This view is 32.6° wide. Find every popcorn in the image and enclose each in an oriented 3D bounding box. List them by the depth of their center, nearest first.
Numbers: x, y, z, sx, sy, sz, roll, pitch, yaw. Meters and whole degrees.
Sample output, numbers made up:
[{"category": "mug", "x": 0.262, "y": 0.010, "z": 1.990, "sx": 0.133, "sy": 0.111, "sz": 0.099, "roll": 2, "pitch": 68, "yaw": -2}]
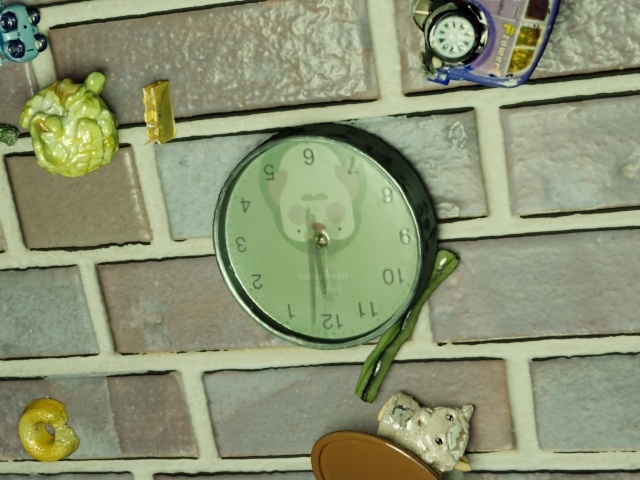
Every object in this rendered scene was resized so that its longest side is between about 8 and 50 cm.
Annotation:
[{"category": "popcorn", "x": -0.351, "y": -0.158, "z": 1.546, "sx": 0.141, "sy": 0.162, "sz": 0.135, "roll": -12, "pitch": 143, "yaw": 41}]

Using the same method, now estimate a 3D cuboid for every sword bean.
[{"category": "sword bean", "x": 0.119, "y": 0.122, "z": 1.561, "sx": 0.043, "sy": 0.038, "sz": 0.269, "roll": 33, "pitch": 112, "yaw": 8}]

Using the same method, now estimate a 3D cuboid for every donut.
[{"category": "donut", "x": -0.447, "y": 0.312, "z": 1.773, "sx": 0.097, "sy": 0.043, "sz": 0.108, "roll": -22, "pitch": 98, "yaw": 20}]

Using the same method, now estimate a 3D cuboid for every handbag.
[{"category": "handbag", "x": -0.229, "y": -0.179, "z": 1.532, "sx": 0.027, "sy": 0.061, "sz": 0.083, "roll": 2, "pitch": 110, "yaw": 16}]

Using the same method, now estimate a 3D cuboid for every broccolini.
[{"category": "broccolini", "x": -0.513, "y": -0.175, "z": 1.622, "sx": 0.140, "sy": 0.035, "sz": 0.030, "roll": 22, "pitch": 109, "yaw": 8}]

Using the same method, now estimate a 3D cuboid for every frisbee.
[{"category": "frisbee", "x": 0.096, "y": 0.368, "z": 1.605, "sx": 0.251, "sy": 0.021, "sz": 0.251, "roll": 23, "pitch": 140, "yaw": 21}]

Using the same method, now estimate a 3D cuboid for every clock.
[{"category": "clock", "x": 0.001, "y": 0.000, "z": 1.517, "sx": 0.319, "sy": 0.066, "sz": 0.319, "roll": 6, "pitch": 108, "yaw": 18}]

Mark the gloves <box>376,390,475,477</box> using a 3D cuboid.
[{"category": "gloves", "x": 0.152, "y": 0.278, "z": 1.574, "sx": 0.144, "sy": 0.110, "sz": 0.094, "roll": 10, "pitch": 154, "yaw": 9}]

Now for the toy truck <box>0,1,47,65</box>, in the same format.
[{"category": "toy truck", "x": -0.440, "y": -0.318, "z": 1.543, "sx": 0.074, "sy": 0.063, "sz": 0.136, "roll": 1, "pitch": 107, "yaw": 35}]

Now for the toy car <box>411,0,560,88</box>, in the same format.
[{"category": "toy car", "x": 0.209, "y": -0.300, "z": 1.332, "sx": 0.158, "sy": 0.172, "sz": 0.235, "roll": 13, "pitch": 110, "yaw": -8}]
